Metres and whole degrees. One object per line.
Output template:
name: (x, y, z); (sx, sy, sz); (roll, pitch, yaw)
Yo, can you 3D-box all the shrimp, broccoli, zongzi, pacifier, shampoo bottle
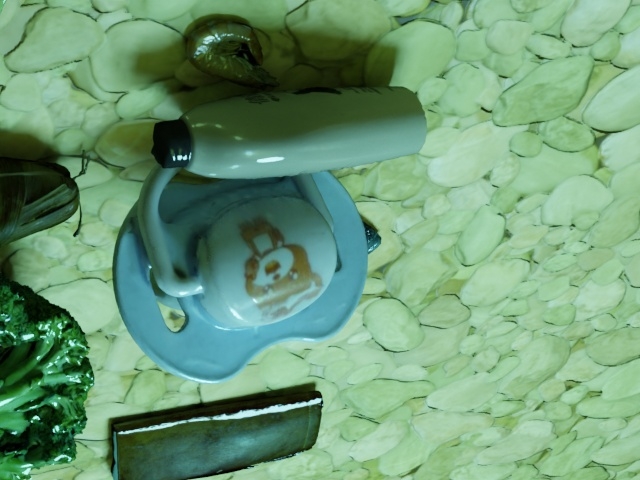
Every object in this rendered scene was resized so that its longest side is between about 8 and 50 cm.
shrimp: (-0.072, -0.168, 1.404); (0.108, 0.023, 0.059); (16, 121, -38)
broccoli: (-0.352, 0.143, 1.502); (0.261, 0.242, 0.269); (-2, 112, 7)
zongzi: (-0.286, -0.003, 1.374); (0.187, 0.184, 0.084); (4, 136, -27)
pacifier: (-0.097, 0.015, 1.524); (0.279, 0.228, 0.207); (-20, 180, -31)
shampoo bottle: (-0.032, -0.099, 1.429); (0.256, 0.127, 0.078); (-10, 112, -26)

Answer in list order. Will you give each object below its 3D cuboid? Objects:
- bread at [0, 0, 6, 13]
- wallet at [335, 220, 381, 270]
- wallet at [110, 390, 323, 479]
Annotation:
bread: (-0.338, -0.230, 1.204); (0.228, 0.033, 0.228); (-12, 139, -10)
wallet: (0.000, 0.000, 1.631); (0.088, 0.026, 0.129); (-37, 139, 20)
wallet: (-0.125, 0.241, 1.862); (0.255, 0.031, 0.137); (-8, 141, -14)
